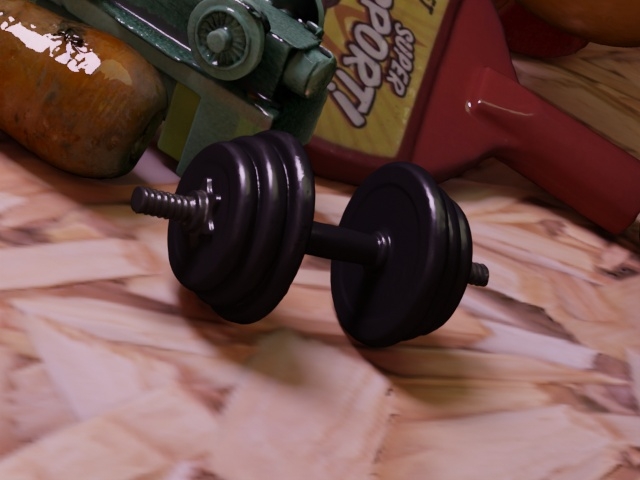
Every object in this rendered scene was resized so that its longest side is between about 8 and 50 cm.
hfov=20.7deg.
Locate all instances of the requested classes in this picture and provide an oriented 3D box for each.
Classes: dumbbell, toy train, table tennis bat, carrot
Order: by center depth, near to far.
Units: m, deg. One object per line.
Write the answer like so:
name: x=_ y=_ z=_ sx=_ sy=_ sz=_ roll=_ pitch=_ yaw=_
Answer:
dumbbell: x=0.000 y=0.000 z=0.886 sx=0.208 sy=0.099 sz=0.099 roll=12 pitch=30 yaw=-31
carrot: x=-0.220 y=-0.121 z=0.935 sx=0.298 sy=0.078 sz=0.078 roll=25 pitch=26 yaw=6
toy train: x=-0.088 y=-0.115 z=0.977 sx=0.200 sy=0.132 sz=0.083 roll=34 pitch=36 yaw=18
table tennis bat: x=0.042 y=-0.130 z=1.136 sx=0.414 sy=0.051 sz=0.268 roll=32 pitch=49 yaw=-14

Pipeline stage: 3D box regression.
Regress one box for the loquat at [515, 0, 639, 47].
loquat: x=0.220 y=-0.262 z=1.196 sx=0.263 sy=0.263 sz=0.263 roll=22 pitch=27 yaw=-12

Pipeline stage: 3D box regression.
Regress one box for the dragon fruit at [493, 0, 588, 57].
dragon fruit: x=0.141 y=-0.301 z=1.450 sx=0.290 sy=0.189 sz=0.291 roll=22 pitch=27 yaw=-12
